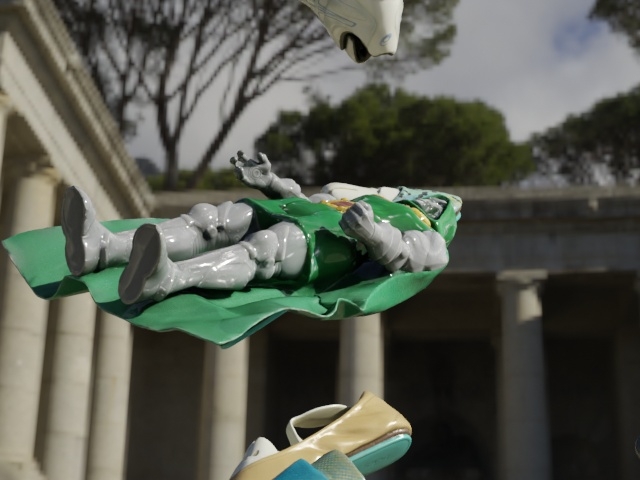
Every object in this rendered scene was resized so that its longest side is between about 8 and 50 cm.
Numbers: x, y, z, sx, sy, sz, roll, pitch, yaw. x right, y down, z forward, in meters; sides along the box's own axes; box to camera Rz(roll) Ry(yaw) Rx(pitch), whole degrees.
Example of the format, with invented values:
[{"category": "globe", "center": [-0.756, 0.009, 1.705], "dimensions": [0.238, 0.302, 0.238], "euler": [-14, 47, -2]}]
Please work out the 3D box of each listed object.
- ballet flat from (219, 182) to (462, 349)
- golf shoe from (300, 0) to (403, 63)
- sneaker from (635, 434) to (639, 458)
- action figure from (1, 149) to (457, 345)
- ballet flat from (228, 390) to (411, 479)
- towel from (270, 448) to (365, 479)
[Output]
[{"category": "ballet flat", "center": [0.000, 0.000, 0.835], "dimensions": [0.188, 0.070, 0.070], "euler": [-29, -21, -8]}, {"category": "golf shoe", "center": [0.013, -0.177, 0.999], "dimensions": [0.069, 0.086, 0.176], "euler": [-11, 14, -15]}, {"category": "sneaker", "center": [0.481, 0.268, 1.517], "dimensions": [0.234, 0.078, 0.106], "euler": [3, -46, 6]}, {"category": "action figure", "center": [-0.011, 0.000, 0.607], "dimensions": [0.137, 0.064, 0.232], "euler": [25, 20, 36]}, {"category": "ballet flat", "center": [-0.023, 0.195, 1.132], "dimensions": [0.232, 0.073, 0.080], "euler": [-19, -33, -39]}, {"category": "towel", "center": [-0.114, 0.265, 0.564], "dimensions": [0.370, 0.040, 0.271], "euler": [-31, -42, -16]}]
